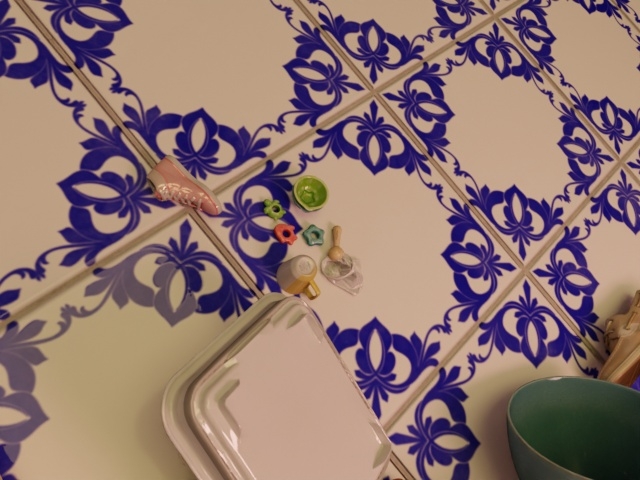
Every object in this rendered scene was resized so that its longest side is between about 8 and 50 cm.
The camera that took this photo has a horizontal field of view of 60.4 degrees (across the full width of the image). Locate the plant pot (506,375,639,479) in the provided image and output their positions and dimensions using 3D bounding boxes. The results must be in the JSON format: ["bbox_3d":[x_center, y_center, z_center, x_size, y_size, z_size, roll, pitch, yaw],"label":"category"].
[{"bbox_3d":[0.454,0.387,0.915,0.290,0.290,0.195,-10,111,-26],"label":"plant pot"}]

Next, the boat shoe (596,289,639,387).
[{"bbox_3d":[0.641,0.206,1.149,0.302,0.109,0.098,-36,47,-30],"label":"boat shoe"}]

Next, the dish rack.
[{"bbox_3d":[-0.026,0.253,0.733,0.332,0.072,0.285,59,41,-9],"label":"dish rack"}]

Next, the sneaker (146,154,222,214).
[{"bbox_3d":[-0.232,-0.076,0.917,0.134,0.051,0.070,43,61,2],"label":"sneaker"}]

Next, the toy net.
[{"bbox_3d":[0.000,0.000,0.985,0.122,0.045,0.232,-29,83,-30],"label":"toy net"}]

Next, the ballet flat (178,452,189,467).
[{"bbox_3d":[-0.154,0.347,0.744,0.139,0.139,0.400,25,63,-12],"label":"ballet flat"}]

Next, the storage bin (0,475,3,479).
[{"bbox_3d":[-0.459,0.370,0.580,0.262,0.123,0.260,-28,72,-29],"label":"storage bin"}]

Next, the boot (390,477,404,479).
[{"bbox_3d":[0.066,0.385,0.851,0.158,0.059,0.084,-9,68,-24],"label":"boot"}]

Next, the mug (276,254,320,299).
[{"bbox_3d":[-0.029,0.057,0.939,0.078,0.064,0.062,27,61,-11],"label":"mug"}]
